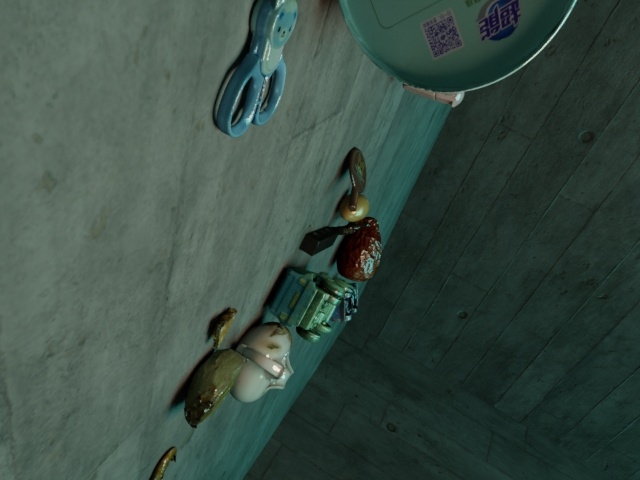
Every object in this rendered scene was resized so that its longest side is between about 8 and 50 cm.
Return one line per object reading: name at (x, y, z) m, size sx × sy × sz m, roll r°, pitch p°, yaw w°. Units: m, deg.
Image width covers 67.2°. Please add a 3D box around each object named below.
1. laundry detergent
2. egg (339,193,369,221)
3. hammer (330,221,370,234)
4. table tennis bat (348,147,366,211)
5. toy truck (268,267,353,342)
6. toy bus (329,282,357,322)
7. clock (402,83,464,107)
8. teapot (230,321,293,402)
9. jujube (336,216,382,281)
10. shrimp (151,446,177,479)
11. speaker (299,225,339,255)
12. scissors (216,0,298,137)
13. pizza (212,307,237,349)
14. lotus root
laundry detergent at (0.207, -0.378, 0.642) m, size 0.305 × 0.287 × 0.288 m, roll -47°, pitch 162°, yaw -49°
egg at (0.093, -0.091, 1.350) m, size 0.096 × 0.080 × 0.080 m, roll -33°, pitch 151°, yaw -58°
hammer at (0.106, -0.064, 1.476) m, size 0.297 × 0.124 × 0.027 m, roll -52°, pitch 130°, yaw -72°
table tennis bat at (0.043, -0.144, 1.192) m, size 0.107 × 0.118 × 0.170 m, roll 52°, pitch 41°, yaw -51°
toy truck at (-0.022, 0.151, 1.240) m, size 0.155 × 0.156 × 0.279 m, roll -61°, pitch 169°, yaw 3°
toy bus at (0.073, 0.241, 1.922) m, size 0.234 × 0.133 × 0.116 m, roll -23°, pitch 110°, yaw -72°
clock at (0.288, -0.487, 1.024) m, size 0.342 × 0.183 × 0.326 m, roll -25°, pitch 138°, yaw -79°
teapot at (-0.135, 0.294, 1.147) m, size 0.204 × 0.139 × 0.298 m, roll -56°, pitch 168°, yaw -11°
jujube at (0.143, 0.030, 1.720) m, size 0.168 × 0.167 × 0.237 m, roll 13°, pitch 91°, yaw -78°
shrimp at (-0.341, 0.502, 1.046) m, size 0.115 × 0.023 × 0.083 m, roll -65°, pitch 171°, yaw 2°
speaker at (0.000, 0.000, 1.265) m, size 0.046 × 0.040 × 0.191 m, roll -63°, pitch 169°, yaw 15°
scissors at (-0.049, -0.234, 0.517) m, size 0.125 × 0.030 × 0.256 m, roll -47°, pitch 165°, yaw -54°
pizza at (-0.182, 0.155, 0.888) m, size 0.078 × 0.025 × 0.083 m, roll 103°, pitch 12°, yaw -68°
lotus root at (-0.220, 0.287, 0.938) m, size 0.143 × 0.070 × 0.144 m, roll -59°, pitch 174°, yaw 22°
